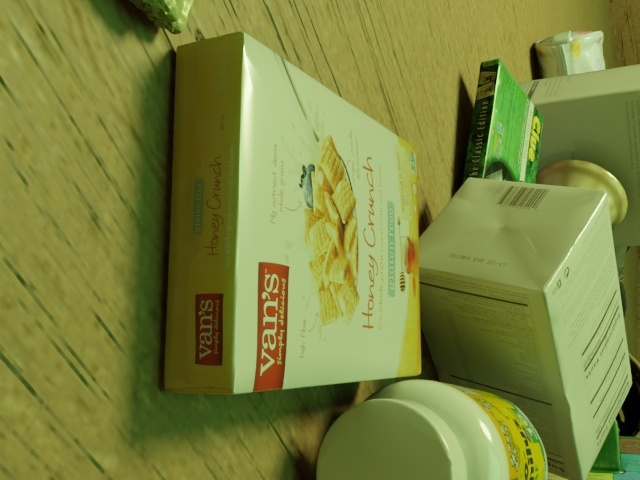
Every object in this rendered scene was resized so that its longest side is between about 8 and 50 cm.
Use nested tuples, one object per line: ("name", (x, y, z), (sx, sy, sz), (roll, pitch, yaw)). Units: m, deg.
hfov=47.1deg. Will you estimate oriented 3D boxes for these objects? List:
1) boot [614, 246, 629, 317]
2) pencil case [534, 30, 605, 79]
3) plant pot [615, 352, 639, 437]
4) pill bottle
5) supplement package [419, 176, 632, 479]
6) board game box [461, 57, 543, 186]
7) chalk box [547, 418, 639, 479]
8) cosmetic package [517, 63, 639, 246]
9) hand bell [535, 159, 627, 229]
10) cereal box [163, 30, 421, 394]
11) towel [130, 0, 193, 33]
("boot", (0.419, 0.106, 1.209), (0.222, 0.118, 0.338), (-42, 137, -37))
("pencil case", (0.438, -0.222, 1.265), (0.124, 0.113, 0.273), (-24, 109, -41))
("plant pot", (0.408, 0.255, 1.109), (0.165, 0.166, 0.167), (55, 40, -57))
("pill bottle", (0.082, 0.158, 0.511), (0.208, 0.117, 0.118), (28, 63, -59))
("supplement package", (0.190, 0.083, 0.683), (0.134, 0.139, 0.244), (-47, 131, -32))
("board game box", (0.202, -0.057, 0.827), (0.136, 0.030, 0.260), (32, 63, -44))
("chalk box", (0.343, 0.363, 0.937), (0.179, 0.180, 0.289), (-36, 117, -59))
("cosmetic package", (0.391, -0.115, 1.033), (0.138, 0.224, 0.224), (-49, 130, -54))
("hand bell", (0.285, 0.022, 0.905), (0.242, 0.126, 0.126), (-54, 134, -36))
("cereal box", (0.000, 0.000, 0.445), (0.240, 0.047, 0.173), (14, 75, -62))
("towel", (-0.088, -0.174, 0.315), (0.148, 0.027, 0.110), (51, 44, -51))
